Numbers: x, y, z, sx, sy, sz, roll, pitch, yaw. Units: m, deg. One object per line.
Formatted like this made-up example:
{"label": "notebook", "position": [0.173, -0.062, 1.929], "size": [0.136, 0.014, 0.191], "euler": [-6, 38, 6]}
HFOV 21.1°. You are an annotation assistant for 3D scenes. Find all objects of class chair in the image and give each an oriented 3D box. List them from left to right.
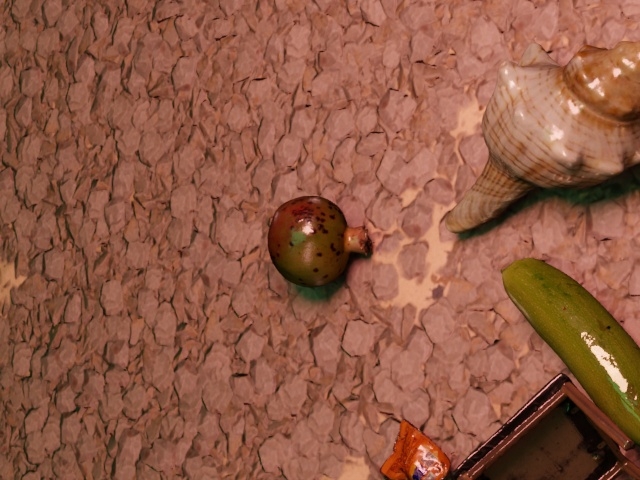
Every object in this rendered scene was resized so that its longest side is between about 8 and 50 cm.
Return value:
{"label": "chair", "position": [0.250, 0.256, 1.893], "size": [0.188, 0.166, 0.272], "euler": [-42, 30, -2]}

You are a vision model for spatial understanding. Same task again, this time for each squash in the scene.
{"label": "squash", "position": [0.310, 0.119, 1.971], "size": [0.082, 0.082, 0.292], "euler": [-53, 53, 23]}

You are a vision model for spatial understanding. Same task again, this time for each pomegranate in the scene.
{"label": "pomegranate", "position": [-0.007, -0.002, 2.249], "size": [0.130, 0.130, 0.130], "euler": [-7, 80, 41]}

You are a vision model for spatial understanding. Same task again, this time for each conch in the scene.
{"label": "conch", "position": [0.258, -0.140, 2.004], "size": [0.386, 0.169, 0.203], "euler": [-25, 43, 35]}

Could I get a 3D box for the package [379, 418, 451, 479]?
{"label": "package", "position": [0.119, 0.279, 2.152], "size": [0.110, 0.033, 0.077], "euler": [31, 115, 44]}
